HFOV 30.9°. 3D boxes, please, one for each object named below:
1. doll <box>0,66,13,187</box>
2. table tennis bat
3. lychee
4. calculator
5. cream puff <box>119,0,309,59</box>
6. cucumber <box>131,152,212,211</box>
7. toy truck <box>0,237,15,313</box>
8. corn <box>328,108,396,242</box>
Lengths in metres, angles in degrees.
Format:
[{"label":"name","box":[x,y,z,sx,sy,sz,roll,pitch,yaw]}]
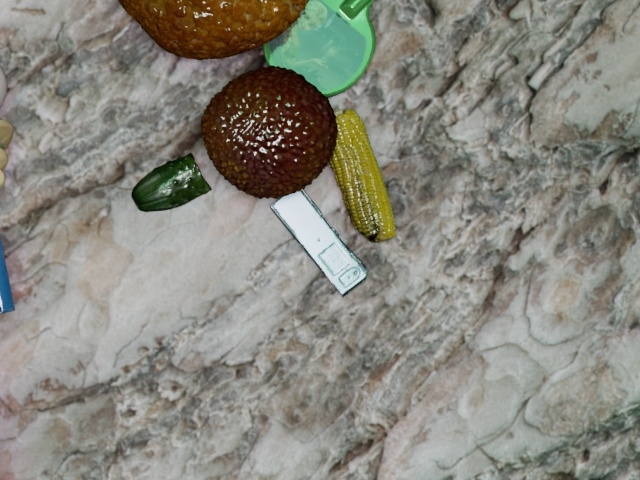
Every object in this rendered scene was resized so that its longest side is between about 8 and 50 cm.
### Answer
[{"label":"doll","box":[-0.555,-0.172,1.578,0.271,0.144,0.208,5,67,-10]},{"label":"table tennis bat","box":[0.028,-0.323,1.697,0.160,0.039,0.257,44,86,-3]},{"label":"lychee","box":[-0.072,-0.152,1.606,0.194,0.194,0.194,0,88,-7]},{"label":"calculator","box":[0.000,0.000,1.689,0.057,0.018,0.172,-40,93,-8]},{"label":"cream puff","box":[-0.142,-0.401,1.587,0.303,0.212,0.303,0,84,-4]},{"label":"cucumber","box":[-0.217,-0.077,1.657,0.107,0.035,0.067,-28,93,-6]},{"label":"toy truck","box":[-0.596,0.079,1.533,0.367,0.175,0.146,-10,88,-8]},{"label":"corn","box":[0.055,-0.092,1.675,0.072,0.072,0.203,-20,92,-7]}]
